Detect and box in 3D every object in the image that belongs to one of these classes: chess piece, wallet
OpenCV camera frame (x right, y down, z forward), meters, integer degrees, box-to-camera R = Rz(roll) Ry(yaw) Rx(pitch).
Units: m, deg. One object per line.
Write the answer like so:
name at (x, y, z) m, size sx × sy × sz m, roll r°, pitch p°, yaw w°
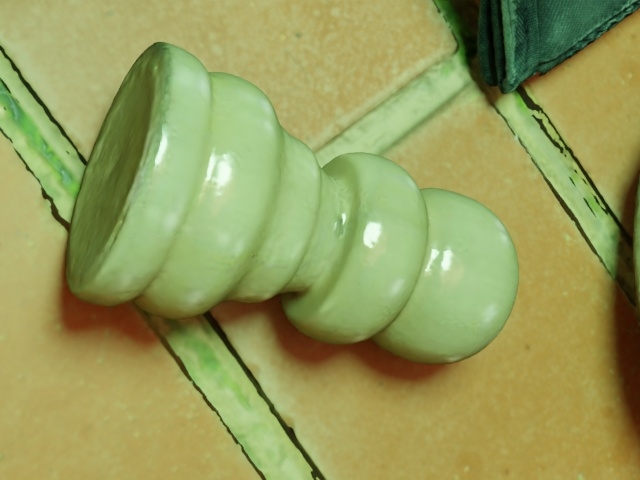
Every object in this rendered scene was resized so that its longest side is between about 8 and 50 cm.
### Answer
chess piece at (0.000, 0.000, 0.701) m, size 0.300 × 0.167 × 0.167 m, roll 19°, pitch 76°, yaw -23°
wallet at (0.234, -0.293, 0.824) m, size 0.342 × 0.075 × 0.237 m, roll -36°, pitch 135°, yaw -24°

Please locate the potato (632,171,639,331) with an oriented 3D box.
potato at (0.337, 0.033, 0.866) m, size 0.189 × 0.211 × 0.264 m, roll -32°, pitch 59°, yaw 12°
